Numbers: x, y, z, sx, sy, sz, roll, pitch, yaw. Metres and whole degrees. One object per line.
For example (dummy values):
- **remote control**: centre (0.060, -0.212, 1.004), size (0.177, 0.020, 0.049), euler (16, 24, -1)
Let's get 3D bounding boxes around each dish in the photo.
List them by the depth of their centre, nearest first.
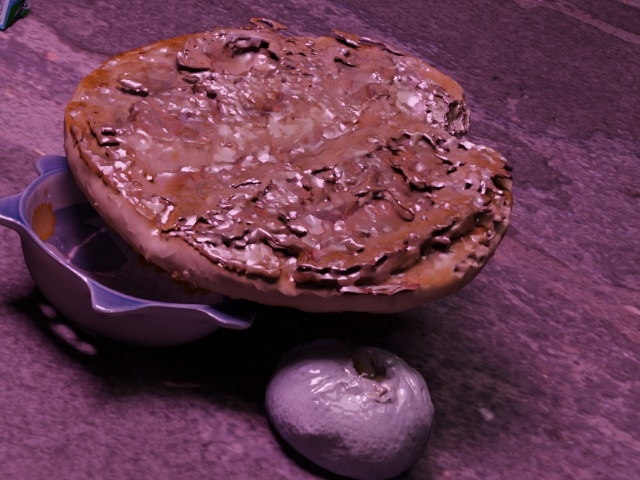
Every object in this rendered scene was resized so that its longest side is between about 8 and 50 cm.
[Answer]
- **dish**: centre (-0.165, 0.028, 1.608), size (0.228, 0.086, 0.236), euler (4, 31, -29)

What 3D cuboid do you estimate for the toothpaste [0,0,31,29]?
- **toothpaste**: centre (-0.430, -0.299, 2.078), size (0.266, 0.050, 0.065), euler (23, 28, 5)

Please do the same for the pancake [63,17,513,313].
- **pancake**: centre (-0.016, -0.066, 1.657), size (0.382, 0.071, 0.382), euler (7, 40, -6)

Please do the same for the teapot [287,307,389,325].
- **teapot**: centre (0.000, 0.000, 1.763), size (0.252, 0.135, 0.178), euler (3, 56, 3)

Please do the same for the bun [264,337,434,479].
- **bun**: centre (0.026, 0.123, 1.571), size (0.140, 0.083, 0.141), euler (14, 26, -7)
